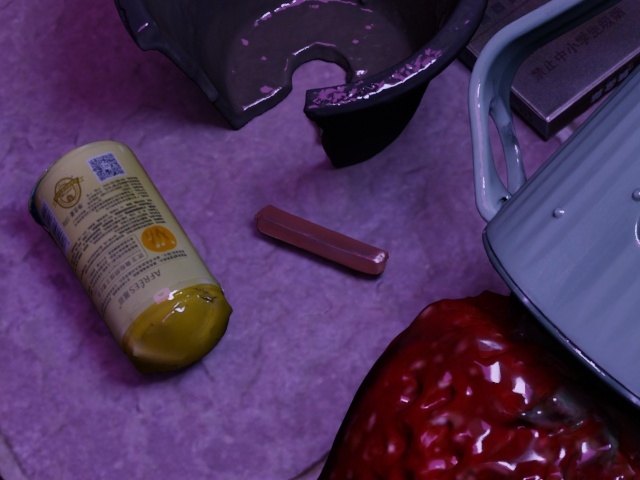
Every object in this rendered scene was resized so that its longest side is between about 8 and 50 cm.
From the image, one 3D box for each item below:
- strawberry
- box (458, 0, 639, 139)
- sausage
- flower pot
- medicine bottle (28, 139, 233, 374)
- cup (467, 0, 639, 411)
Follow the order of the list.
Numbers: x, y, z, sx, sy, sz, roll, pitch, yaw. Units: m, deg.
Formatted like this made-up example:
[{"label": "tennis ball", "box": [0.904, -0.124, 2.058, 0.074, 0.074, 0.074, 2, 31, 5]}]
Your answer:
[{"label": "strawberry", "box": [0.137, 0.241, 1.676, 0.317, 0.295, 0.345, 45, 109, 5]}, {"label": "box", "box": [0.198, -0.271, 2.024, 0.180, 0.047, 0.325, -37, 66, -14]}, {"label": "sausage", "box": [0.000, 0.000, 1.909, 0.147, 0.035, 0.030, 22, 86, 17]}, {"label": "flower pot", "box": [-0.002, -0.235, 1.908, 0.379, 0.251, 0.379, -3, 62, 6]}, {"label": "medicine bottle", "box": [-0.183, 0.021, 1.869, 0.124, 0.124, 0.239, -31, 66, -11]}, {"label": "cup", "box": [0.328, -0.065, 1.603, 0.401, 0.310, 0.392, 36, 106, -6]}]
